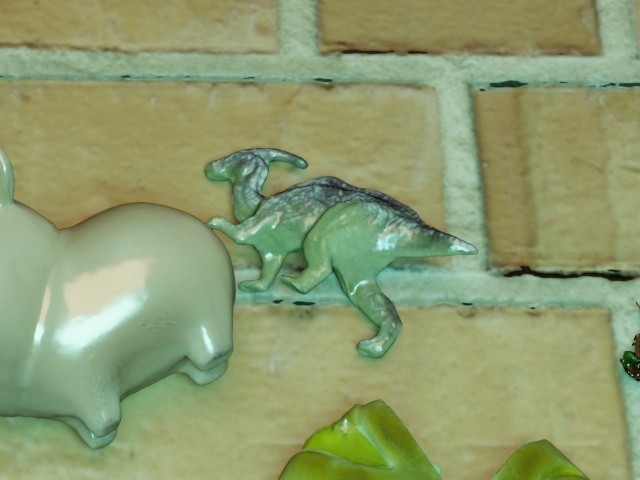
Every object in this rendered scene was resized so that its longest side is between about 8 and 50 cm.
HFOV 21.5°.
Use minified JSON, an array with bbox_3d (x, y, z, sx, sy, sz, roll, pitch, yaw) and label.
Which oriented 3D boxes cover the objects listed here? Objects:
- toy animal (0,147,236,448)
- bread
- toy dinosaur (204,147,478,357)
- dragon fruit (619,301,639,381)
[{"bbox_3d":[-0.240,0.055,1.523,0.326,0.237,0.269,-25,73,-23],"label":"toy animal"},{"bbox_3d":[0.110,0.282,1.432,0.332,0.160,0.333,1,60,-2],"label":"bread"},{"bbox_3d":[-0.001,-0.005,1.644,0.294,0.077,0.162,28,61,13],"label":"toy dinosaur"},{"bbox_3d":[0.363,0.121,1.581,0.138,0.142,0.175,-34,83,21],"label":"dragon fruit"}]
